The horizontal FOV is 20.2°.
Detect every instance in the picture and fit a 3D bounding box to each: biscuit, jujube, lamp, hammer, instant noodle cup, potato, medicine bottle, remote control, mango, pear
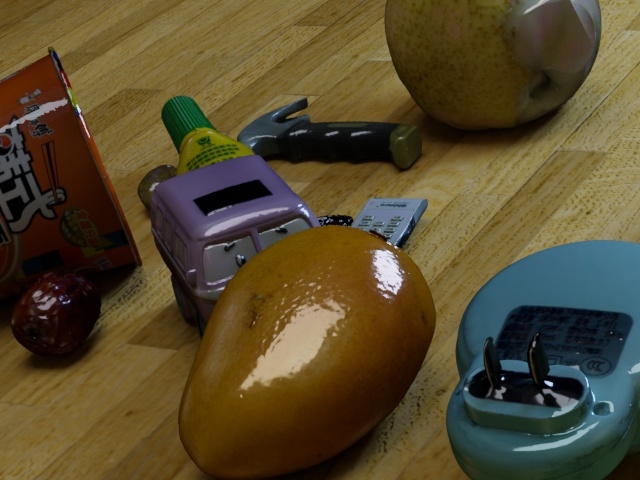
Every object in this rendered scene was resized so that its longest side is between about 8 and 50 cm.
[{"bbox_3d":[0.000,0.000,1.859,0.089,0.027,0.087,-20,25,-20],"label":"biscuit"},{"bbox_3d":[-0.256,0.070,1.765,0.077,0.077,0.129,-6,14,11],"label":"jujube"},{"bbox_3d":[0.201,0.100,1.415,0.209,0.147,0.284,2,19,30],"label":"lamp"},{"bbox_3d":[0.011,-0.117,2.091,0.226,0.041,0.159,3,30,28],"label":"hammer"},{"bbox_3d":[-0.320,-0.053,1.867,0.192,0.250,0.250,-22,26,-6],"label":"instant noodle cup"},{"bbox_3d":[-0.184,-0.060,2.042,0.046,0.045,0.092,27,23,-13],"label":"potato"},{"bbox_3d":[-0.126,-0.093,2.025,0.095,0.064,0.260,-25,36,-7],"label":"medicine bottle"},{"bbox_3d":[0.059,0.001,1.833,0.065,0.029,0.166,2,32,23],"label":"remote control"},{"bbox_3d":[-0.016,0.104,1.511,0.187,0.138,0.257,19,47,11],"label":"mango"},{"bbox_3d":[0.199,-0.264,2.087,0.271,0.271,0.271,-9,25,4],"label":"pear"}]

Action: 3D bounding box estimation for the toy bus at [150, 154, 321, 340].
[{"bbox_3d":[-0.074,0.016,1.715,0.142,0.142,0.202,-16,25,-14],"label":"toy bus"}]
